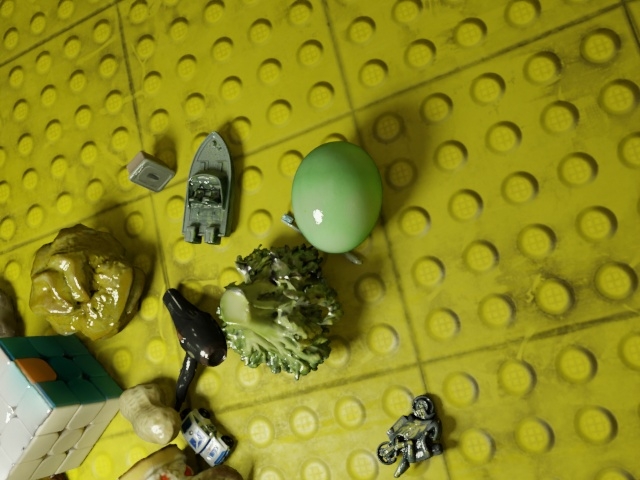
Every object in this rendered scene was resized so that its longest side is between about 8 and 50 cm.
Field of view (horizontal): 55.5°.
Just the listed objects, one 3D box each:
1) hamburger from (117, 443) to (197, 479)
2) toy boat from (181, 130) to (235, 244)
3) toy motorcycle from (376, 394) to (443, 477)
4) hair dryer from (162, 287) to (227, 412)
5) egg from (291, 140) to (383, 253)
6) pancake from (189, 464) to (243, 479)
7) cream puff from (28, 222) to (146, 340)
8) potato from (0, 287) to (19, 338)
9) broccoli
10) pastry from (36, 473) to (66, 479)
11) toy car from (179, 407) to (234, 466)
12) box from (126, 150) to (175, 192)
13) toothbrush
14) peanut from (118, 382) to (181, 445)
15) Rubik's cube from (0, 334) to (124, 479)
[{"bbox_3d":[-0.435,0.684,1.550,0.302,0.261,0.186,-45,73,16],"label":"hamburger"},{"bbox_3d":[-0.308,-0.147,1.686,0.141,0.092,0.319,2,83,22],"label":"toy boat"},{"bbox_3d":[0.220,0.461,1.400,0.124,0.061,0.193,38,91,30],"label":"toy motorcycle"},{"bbox_3d":[-0.385,0.333,1.658,0.304,0.120,0.359,34,112,41],"label":"hair dryer"},{"bbox_3d":[0.038,-0.103,1.461,0.221,0.220,0.269,10,91,24],"label":"egg"},{"bbox_3d":[-0.278,0.676,1.503,0.031,0.250,0.250,11,88,50],"label":"pancake"},{"bbox_3d":[-0.655,0.124,1.707,0.270,0.274,0.323,15,93,34],"label":"cream puff"},{"bbox_3d":[-1.050,0.261,1.923,0.165,0.165,0.262,-31,69,17],"label":"potato"},{"bbox_3d":[-0.104,0.166,1.489,0.324,0.272,0.334,9,90,4],"label":"broccoli"},{"bbox_3d":[-0.893,0.785,1.783,0.356,0.164,0.355,-2,84,20],"label":"pastry"},{"bbox_3d":[-0.313,0.518,1.616,0.171,0.070,0.080,42,101,21],"label":"toy car"},{"bbox_3d":[-0.496,-0.202,1.762,0.089,0.122,0.062,-45,58,13],"label":"box"},{"bbox_3d":[0.000,0.000,1.575,0.263,0.022,0.026,32,108,24],"label":"toothbrush"},{"bbox_3d":[-0.452,0.459,1.628,0.275,0.111,0.125,19,76,49],"label":"peanut"},{"bbox_3d":[-0.790,0.463,1.706,0.290,0.292,0.291,40,100,22],"label":"Rubik's cube"}]
